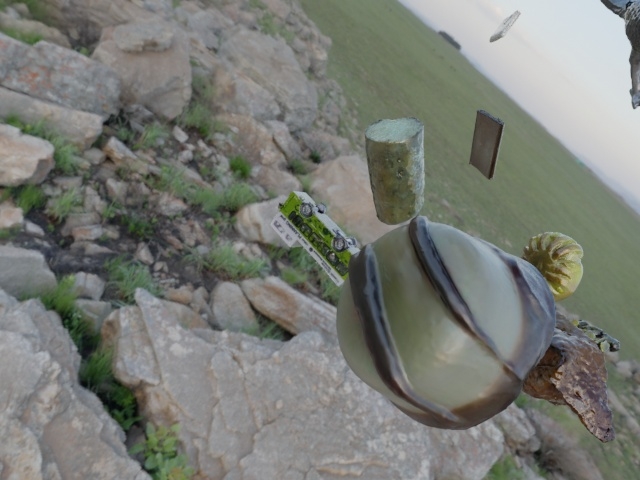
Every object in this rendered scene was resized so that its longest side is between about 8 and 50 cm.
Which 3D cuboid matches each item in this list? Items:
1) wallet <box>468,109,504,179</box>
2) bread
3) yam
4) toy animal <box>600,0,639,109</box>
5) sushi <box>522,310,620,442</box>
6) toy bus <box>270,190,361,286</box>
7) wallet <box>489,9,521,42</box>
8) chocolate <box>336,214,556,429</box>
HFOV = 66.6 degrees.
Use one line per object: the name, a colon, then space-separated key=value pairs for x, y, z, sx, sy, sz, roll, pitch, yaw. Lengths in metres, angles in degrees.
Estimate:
wallet: x=0.629 y=-0.362 z=1.846 sx=0.039 sy=0.243 sz=0.133 roll=-23 pitch=45 yaw=-16
bread: x=0.689 y=0.078 z=1.484 sx=0.104 sy=0.213 sz=0.213 roll=5 pitch=42 yaw=-32
yam: x=0.145 y=-0.128 z=0.930 sx=0.107 sy=0.107 sz=0.194 roll=-100 pitch=179 yaw=-52
toy animal: x=0.500 y=-0.301 z=0.729 sx=0.367 sy=0.081 sz=0.206 roll=-59 pitch=135 yaw=-63
sushi: x=0.458 y=0.229 z=0.947 sx=0.179 sy=0.167 sz=0.296 roll=20 pitch=7 yaw=-13
toy bus: x=0.000 y=0.000 z=1.393 sx=0.302 sy=0.139 sz=0.113 roll=47 pitch=18 yaw=16
wallet: x=0.294 y=-0.340 z=0.778 sx=0.011 sy=0.044 sz=0.083 roll=34 pitch=16 yaw=-3
chocolate: x=0.137 y=0.087 z=0.644 sx=0.186 sy=0.283 sz=0.284 roll=37 pitch=25 yaw=-29
